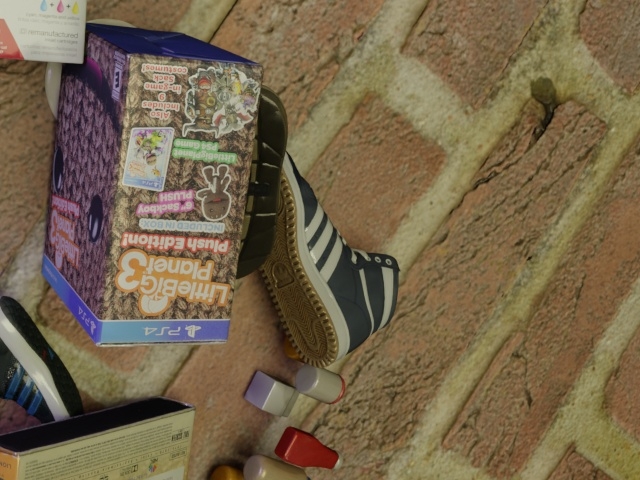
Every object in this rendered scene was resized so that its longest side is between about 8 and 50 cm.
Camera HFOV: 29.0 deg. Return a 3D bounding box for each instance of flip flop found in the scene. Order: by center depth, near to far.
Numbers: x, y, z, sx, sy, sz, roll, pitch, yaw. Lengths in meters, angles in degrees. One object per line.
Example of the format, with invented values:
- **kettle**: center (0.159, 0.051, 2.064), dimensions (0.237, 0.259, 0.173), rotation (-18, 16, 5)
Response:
- **flip flop**: center (-0.101, -0.064, 1.407), dimensions (0.112, 0.080, 0.277), rotation (4, 125, -13)

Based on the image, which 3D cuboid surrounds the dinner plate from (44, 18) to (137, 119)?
- **dinner plate**: center (-0.237, -0.176, 1.381), dimensions (0.141, 0.017, 0.141), rotation (-6, 103, -28)

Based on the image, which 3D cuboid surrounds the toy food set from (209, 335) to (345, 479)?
- **toy food set**: center (-0.030, 0.233, 1.532), dimensions (0.104, 0.111, 0.232), rotation (29, 86, -42)

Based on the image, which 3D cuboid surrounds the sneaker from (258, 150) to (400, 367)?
- **sneaker**: center (0.000, 0.000, 1.503), dimensions (0.153, 0.099, 0.282), rotation (-21, 92, -45)

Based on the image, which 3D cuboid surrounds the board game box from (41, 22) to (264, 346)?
- **board game box**: center (-0.184, -0.065, 1.293), dimensions (0.141, 0.232, 0.291), rotation (1, 105, -27)

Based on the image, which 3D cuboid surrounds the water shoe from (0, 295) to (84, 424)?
- **water shoe**: center (-0.335, 0.152, 1.382), dimensions (0.080, 0.073, 0.203), rotation (-22, 114, 6)

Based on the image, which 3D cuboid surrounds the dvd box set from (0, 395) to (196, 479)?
- **dvd box set**: center (-0.271, 0.402, 1.377), dimensions (0.307, 0.062, 0.420), rotation (-6, 105, -60)

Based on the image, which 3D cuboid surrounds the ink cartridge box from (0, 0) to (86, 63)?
- **ink cartridge box**: center (-0.312, -0.274, 1.253), dimensions (0.128, 0.127, 0.176), rotation (0, 100, -27)
